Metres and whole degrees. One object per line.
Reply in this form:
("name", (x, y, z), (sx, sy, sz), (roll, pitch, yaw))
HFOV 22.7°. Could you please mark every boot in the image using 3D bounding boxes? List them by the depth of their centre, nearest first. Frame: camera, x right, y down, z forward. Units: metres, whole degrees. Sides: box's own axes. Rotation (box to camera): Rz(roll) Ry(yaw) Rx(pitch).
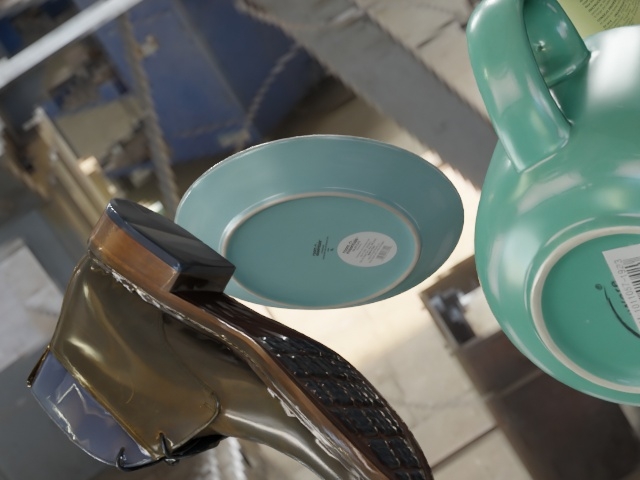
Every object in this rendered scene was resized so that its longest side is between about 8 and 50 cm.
("boot", (-0.047, 0.083, 0.754), (0.219, 0.082, 0.106), (40, 104, 28))

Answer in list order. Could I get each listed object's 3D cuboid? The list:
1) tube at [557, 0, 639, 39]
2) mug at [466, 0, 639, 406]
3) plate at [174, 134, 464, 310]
("tube", (0.170, -0.188, 1.098), (0.062, 0.240, 0.070), (-36, 42, 17))
("mug", (0.110, -0.007, 0.593), (0.097, 0.158, 0.129), (-65, -5, -51))
("plate", (0.000, 0.000, 1.025), (0.188, 0.188, 0.024), (-22, 49, 24))
